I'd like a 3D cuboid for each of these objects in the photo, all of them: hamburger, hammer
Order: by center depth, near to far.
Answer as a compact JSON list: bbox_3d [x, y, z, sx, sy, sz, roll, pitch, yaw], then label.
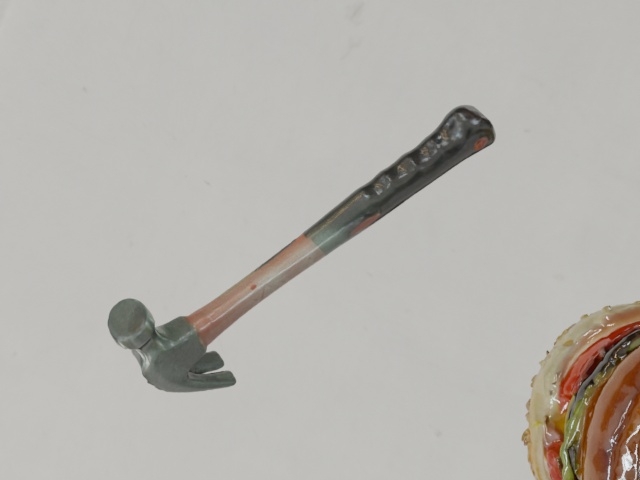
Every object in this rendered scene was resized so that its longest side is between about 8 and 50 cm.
[{"bbox_3d":[0.000,0.000,0.663,0.287,0.111,0.033,-37,54,-10],"label":"hammer"},{"bbox_3d":[0.429,0.245,1.264,0.329,0.250,0.330,-2,99,-16],"label":"hamburger"}]
